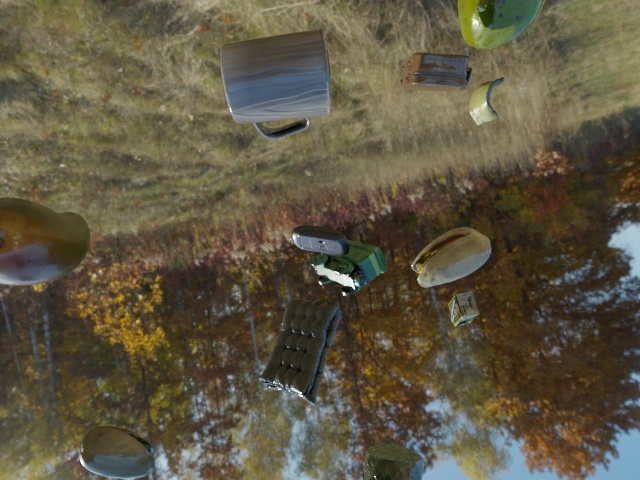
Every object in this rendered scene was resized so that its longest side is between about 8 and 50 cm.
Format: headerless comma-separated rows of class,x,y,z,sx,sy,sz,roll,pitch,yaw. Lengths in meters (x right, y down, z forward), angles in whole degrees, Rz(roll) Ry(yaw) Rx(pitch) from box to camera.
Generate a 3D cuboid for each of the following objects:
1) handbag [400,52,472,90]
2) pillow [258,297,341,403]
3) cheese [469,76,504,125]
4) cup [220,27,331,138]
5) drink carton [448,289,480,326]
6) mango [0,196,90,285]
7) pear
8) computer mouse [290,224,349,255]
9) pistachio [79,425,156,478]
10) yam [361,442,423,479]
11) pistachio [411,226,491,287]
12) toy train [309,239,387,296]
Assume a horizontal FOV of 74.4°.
handbag,0.273,-0.397,1.006,0.151,0.072,0.193,3,-165,0
pillow,-0.062,0.358,1.424,0.228,0.326,0.101,0,149,41
cheese,0.311,-0.262,0.797,0.041,0.084,0.060,-1,-167,-19
cup,-0.107,-0.419,1.136,0.273,0.208,0.288,-7,176,-2
drink carton,0.408,0.199,1.214,0.056,0.071,0.166,-11,158,5
mango,-0.493,0.005,0.730,0.129,0.146,0.289,-32,175,-1
pear,0.451,-0.615,1.051,0.212,0.269,0.212,12,-143,-10
computer mouse,0.001,-0.001,1.595,0.232,0.120,0.057,8,-133,22
pistachio,-0.543,0.566,1.137,0.206,0.131,0.129,30,-163,-26
yam,0.235,0.867,1.449,0.201,0.271,0.202,9,164,-21
pistachio,0.493,0.066,1.582,0.299,0.188,0.187,-31,178,14
toy train,0.097,0.095,1.630,0.202,0.120,0.301,-36,-153,-25
